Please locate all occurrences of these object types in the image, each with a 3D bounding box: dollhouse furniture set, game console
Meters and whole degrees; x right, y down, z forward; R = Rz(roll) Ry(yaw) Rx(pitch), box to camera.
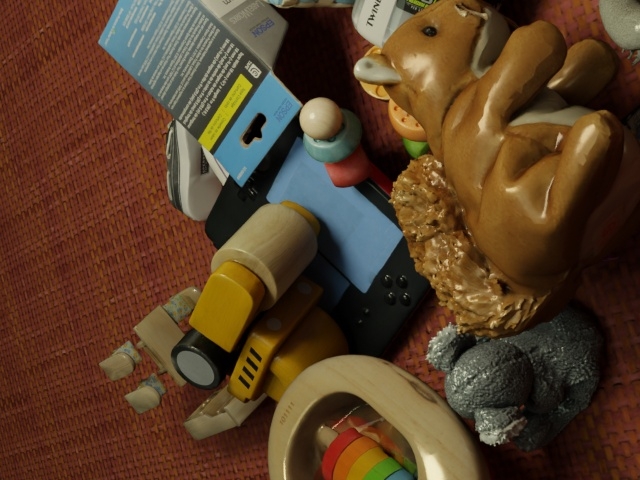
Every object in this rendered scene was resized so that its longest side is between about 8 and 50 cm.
[{"bbox_3d":[-0.227,0.224,2.188,0.242,0.212,0.161,52,139,-8],"label":"dollhouse furniture set"},{"bbox_3d":[0.000,0.000,1.931,0.386,0.060,0.342,45,128,15],"label":"game console"}]

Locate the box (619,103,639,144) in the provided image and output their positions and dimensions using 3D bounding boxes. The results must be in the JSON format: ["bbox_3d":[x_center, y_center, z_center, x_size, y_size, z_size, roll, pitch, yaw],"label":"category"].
[{"bbox_3d":[0.405,-0.112,1.548,0.137,0.027,0.094,-43,67,43],"label":"box"}]

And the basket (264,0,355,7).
[{"bbox_3d":[-0.011,-0.484,1.746,0.201,0.255,0.288,40,126,51],"label":"basket"}]

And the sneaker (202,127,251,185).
[{"bbox_3d":[-0.093,-0.127,2.057,0.161,0.102,0.282,-25,89,44],"label":"sneaker"}]

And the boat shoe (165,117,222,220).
[{"bbox_3d":[-0.233,-0.189,2.195,0.102,0.108,0.301,24,122,42],"label":"boat shoe"}]

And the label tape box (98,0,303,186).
[{"bbox_3d":[-0.163,-0.282,1.876,0.333,0.106,0.240,45,141,2],"label":"label tape box"}]

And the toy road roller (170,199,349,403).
[{"bbox_3d":[-0.062,0.127,1.890,0.241,0.202,0.329,33,136,8],"label":"toy road roller"}]

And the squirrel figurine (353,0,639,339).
[{"bbox_3d":[0.193,-0.098,1.484,0.370,0.281,0.397,42,123,27],"label":"squirrel figurine"}]

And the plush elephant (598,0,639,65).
[{"bbox_3d":[0.382,-0.342,1.351,0.255,0.272,0.330,55,163,-8],"label":"plush elephant"}]

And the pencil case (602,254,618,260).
[{"bbox_3d":[0.299,0.001,1.643,0.206,0.086,0.088,-16,81,48],"label":"pencil case"}]

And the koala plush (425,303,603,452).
[{"bbox_3d":[0.249,0.177,1.630,0.203,0.221,0.196,-47,62,42],"label":"koala plush"}]

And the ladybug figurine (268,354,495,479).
[{"bbox_3d":[0.100,0.340,1.694,0.449,0.162,0.305,42,105,47],"label":"ladybug figurine"}]

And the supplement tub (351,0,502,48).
[{"bbox_3d":[0.175,-0.405,1.627,0.193,0.194,0.316,42,126,35],"label":"supplement tub"}]

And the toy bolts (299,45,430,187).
[{"bbox_3d":[0.069,-0.203,1.738,0.229,0.158,0.218,-27,64,7],"label":"toy bolts"}]
